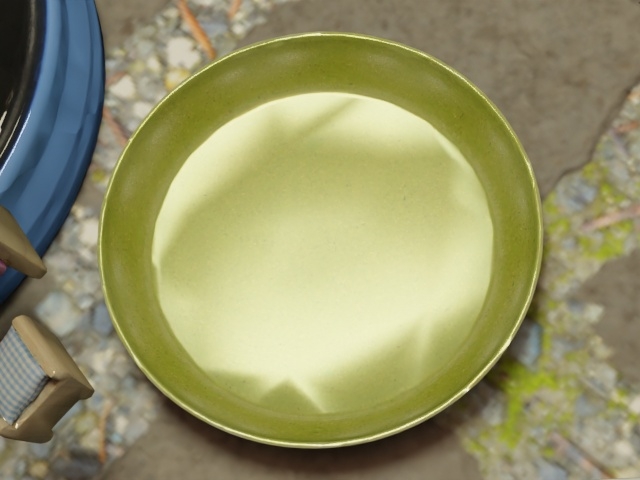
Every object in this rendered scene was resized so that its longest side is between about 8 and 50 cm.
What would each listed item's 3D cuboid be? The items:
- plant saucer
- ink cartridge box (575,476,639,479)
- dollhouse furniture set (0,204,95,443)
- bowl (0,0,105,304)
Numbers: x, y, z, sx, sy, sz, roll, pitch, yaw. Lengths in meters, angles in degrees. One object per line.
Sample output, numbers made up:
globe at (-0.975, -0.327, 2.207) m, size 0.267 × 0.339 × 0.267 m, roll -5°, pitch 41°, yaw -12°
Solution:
plant saucer at (0.000, 0.000, 0.872) m, size 0.241 × 0.037 × 0.241 m, roll -2°, pitch 69°, yaw 5°
ink cartridge box at (0.119, 0.238, 0.548) m, size 0.129 × 0.223 × 0.307 m, roll -1°, pitch 79°, yaw -7°
dollhouse furniture set at (-0.223, 0.148, 0.684) m, size 0.286 × 0.198 × 0.303 m, roll -44°, pitch 58°, yaw 8°
bowl at (-0.323, -0.095, 0.919) m, size 0.391 × 0.077 × 0.391 m, roll -2°, pitch 68°, yaw 4°
